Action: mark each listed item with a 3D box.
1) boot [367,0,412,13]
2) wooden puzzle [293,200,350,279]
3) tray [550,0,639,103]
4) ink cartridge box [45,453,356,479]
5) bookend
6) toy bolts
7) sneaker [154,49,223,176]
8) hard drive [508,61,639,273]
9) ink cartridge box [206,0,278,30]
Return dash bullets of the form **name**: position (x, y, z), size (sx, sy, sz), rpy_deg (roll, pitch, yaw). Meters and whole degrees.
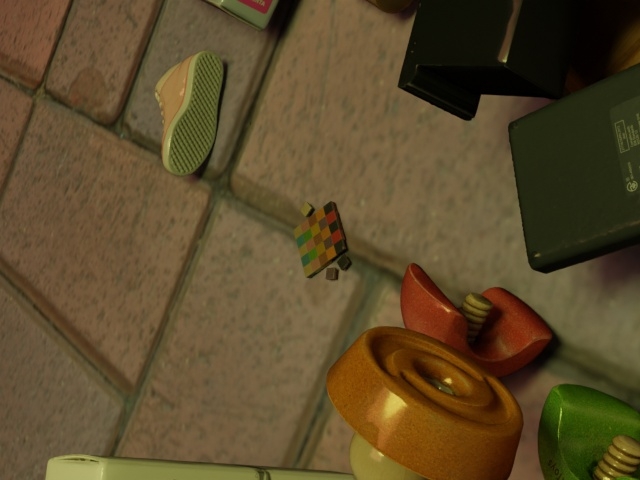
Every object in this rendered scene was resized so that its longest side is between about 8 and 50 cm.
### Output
- **boot**: position (0.067, -0.301, 0.741), size (0.197, 0.073, 0.152), rpy_deg (-52, 42, 18)
- **wooden puzzle**: position (0.000, 0.000, 0.757), size (0.049, 0.006, 0.083), rpy_deg (-37, 53, 33)
- **tray**: position (0.290, -0.211, 0.470), size (0.411, 0.076, 0.203), rpy_deg (-48, 48, 26)
- **ink cartridge box**: position (-0.079, 0.233, 0.605), size (0.092, 0.218, 0.159), rpy_deg (-14, 67, 50)
- **bookend**: position (0.140, -0.149, 0.501), size (0.157, 0.072, 0.156), rpy_deg (12, 87, 47)
- **toy bolts**: position (0.067, 0.129, 0.518), size (0.158, 0.218, 0.228), rpy_deg (-64, 24, 18)
- **sneaker**: position (-0.144, -0.129, 0.922), size (0.070, 0.051, 0.134), rpy_deg (0, 74, 48)
- **hard drive**: position (0.166, -0.046, 0.476), size (0.135, 0.022, 0.094), rpy_deg (-23, 62, 40)
- **ink cartridge box**: position (-0.042, -0.373, 0.868), size (0.311, 0.065, 0.186), rpy_deg (-62, 33, 9)
